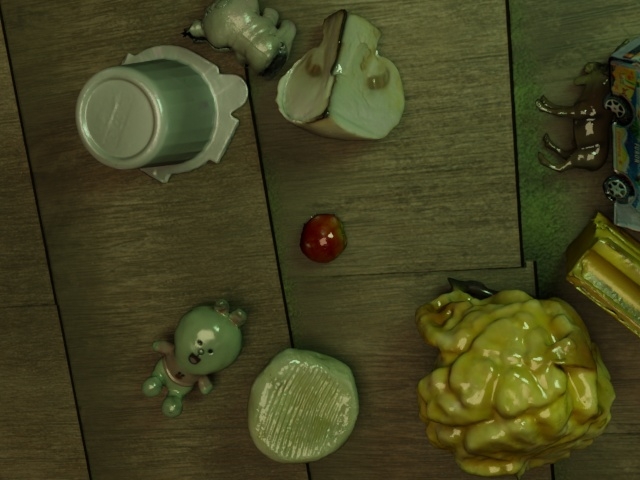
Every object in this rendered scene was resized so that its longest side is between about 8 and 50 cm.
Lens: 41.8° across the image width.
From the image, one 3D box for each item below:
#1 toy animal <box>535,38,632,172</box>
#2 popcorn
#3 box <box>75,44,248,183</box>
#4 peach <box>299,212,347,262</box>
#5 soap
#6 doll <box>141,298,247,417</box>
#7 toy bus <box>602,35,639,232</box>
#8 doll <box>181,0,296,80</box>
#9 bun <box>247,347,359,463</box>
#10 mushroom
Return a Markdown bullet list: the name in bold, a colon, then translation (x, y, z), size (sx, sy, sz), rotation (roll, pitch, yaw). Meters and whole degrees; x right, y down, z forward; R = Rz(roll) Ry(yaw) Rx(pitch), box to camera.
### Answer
- **toy animal**: translation (0.458, -0.221, 1.394), size (0.186, 0.093, 0.214), rotation (1, 102, 25)
- **popcorn**: translation (0.315, 0.219, 1.432), size (0.349, 0.349, 0.382), rotation (-30, 55, 19)
- **box**: translation (-0.297, -0.228, 1.531), size (0.291, 0.206, 0.263), rotation (-9, 100, 20)
- **peach**: translation (0.001, -0.001, 1.577), size (0.098, 0.061, 0.098), rotation (3, 108, 9)
- **soap**: translation (0.551, 0.100, 1.376), size (0.324, 0.204, 0.096), rotation (39, 112, 5)
- **doll**: translation (-0.249, 0.219, 1.676), size (0.155, 0.113, 0.275), rotation (38, 102, -5)
- **toy bus**: translation (0.523, -0.152, 1.303), size (0.138, 0.112, 0.317), rotation (29, 146, 47)
- **doll**: translation (-0.139, -0.375, 1.514), size (0.192, 0.095, 0.149), rotation (37, 111, 2)
- **bun**: translation (-0.036, 0.317, 1.621), size (0.231, 0.133, 0.231), rotation (0, 92, -8)
- **mushroom**: translation (0.036, -0.261, 1.485), size (0.162, 0.173, 0.236), rotation (-10, 59, 45)
